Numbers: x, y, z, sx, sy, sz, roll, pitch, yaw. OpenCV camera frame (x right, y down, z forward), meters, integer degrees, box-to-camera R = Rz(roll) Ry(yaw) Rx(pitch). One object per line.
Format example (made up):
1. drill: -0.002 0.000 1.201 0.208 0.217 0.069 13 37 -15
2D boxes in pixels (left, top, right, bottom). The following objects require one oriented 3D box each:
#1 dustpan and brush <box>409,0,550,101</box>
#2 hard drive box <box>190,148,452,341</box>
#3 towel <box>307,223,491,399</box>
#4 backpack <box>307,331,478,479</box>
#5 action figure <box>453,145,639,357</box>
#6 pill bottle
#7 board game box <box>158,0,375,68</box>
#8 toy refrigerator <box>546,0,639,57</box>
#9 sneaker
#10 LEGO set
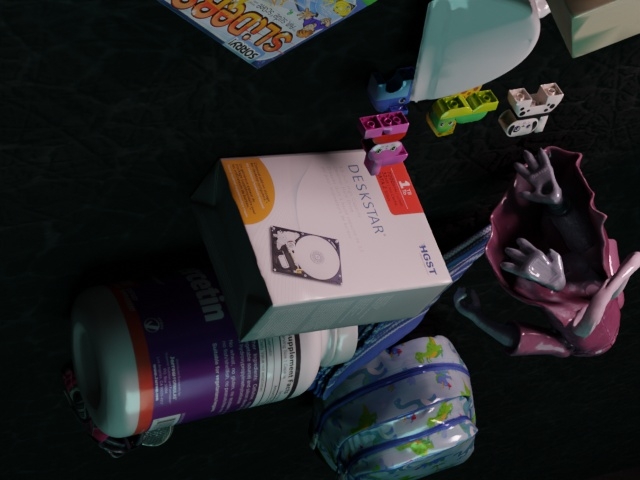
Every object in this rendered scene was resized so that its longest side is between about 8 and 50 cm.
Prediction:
1. dustpan and brush: 0.188 -0.214 1.439 0.211 0.060 0.147 -8 144 -13
2. hard drive box: 0.000 0.000 1.602 0.232 0.181 0.089 -7 154 -33
3. towel: 0.126 0.094 2.029 0.243 0.040 0.336 -32 169 -35
4. backpack: 0.123 0.270 2.320 0.290 0.273 0.355 -12 147 -6
5. action figure: 0.333 0.051 1.870 0.248 0.276 0.370 -47 142 -12
6. pill bottle: -0.126 0.118 1.773 0.323 0.181 0.181 -11 157 -24
7. board game box: -0.048 -0.219 1.227 0.136 0.035 0.201 -28 158 18
8. toy refrigerator: 0.337 -0.272 1.354 0.269 0.102 0.094 -22 159 2
9. sneaker: -0.276 0.249 2.052 0.121 0.112 0.299 -22 159 5
10. LEGO set: 0.124 -0.127 1.526 0.227 0.087 0.093 -11 142 -22
